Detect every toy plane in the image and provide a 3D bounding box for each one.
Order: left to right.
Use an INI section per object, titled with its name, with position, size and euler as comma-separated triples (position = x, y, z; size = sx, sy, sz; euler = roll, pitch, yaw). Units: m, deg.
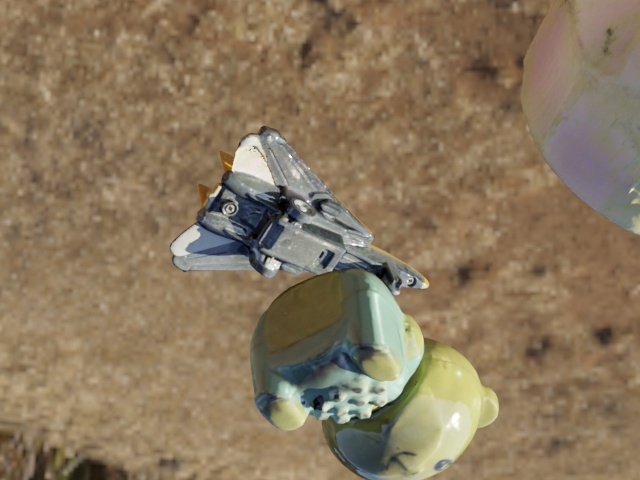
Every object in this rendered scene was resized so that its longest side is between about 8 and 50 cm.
[toy plane]
position = 0.002, 0.007, 1.616
size = 0.316, 0.103, 0.204
euler = 27, 114, -21

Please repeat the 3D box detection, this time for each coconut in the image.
[coconut]
position = 0.243, -0.110, 0.999
size = 0.197, 0.237, 0.237
euler = 32, 154, 4

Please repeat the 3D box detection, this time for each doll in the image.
[doll]
position = 0.056, 0.151, 1.442
size = 0.177, 0.161, 0.260
euler = -31, 129, 19
